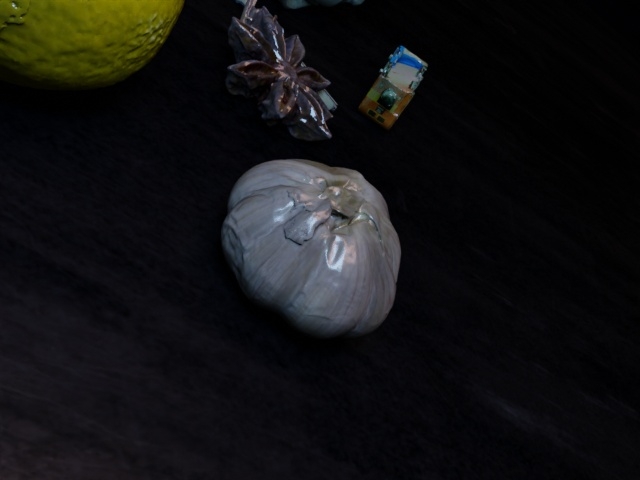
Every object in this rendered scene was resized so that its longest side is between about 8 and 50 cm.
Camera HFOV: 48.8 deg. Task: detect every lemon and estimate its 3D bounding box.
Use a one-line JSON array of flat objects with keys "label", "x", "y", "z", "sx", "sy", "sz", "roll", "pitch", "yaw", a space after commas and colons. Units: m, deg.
[{"label": "lemon", "x": -0.272, "y": -0.283, "z": 0.711, "sx": 0.293, "sy": 0.293, "sz": 0.293, "roll": 26, "pitch": 40, "yaw": -24}]

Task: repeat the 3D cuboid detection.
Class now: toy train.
[{"label": "toy train", "x": 0.124, "y": -0.265, "z": 1.216, "sx": 0.072, "sy": 0.099, "sz": 0.188, "roll": 36, "pitch": 37, "yaw": -6}]

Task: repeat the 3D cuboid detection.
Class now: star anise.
[{"label": "star anise", "x": -0.066, "y": -0.250, "z": 1.029, "sx": 0.230, "sy": 0.081, "sz": 0.262, "roll": -14, "pitch": 76, "yaw": -49}]

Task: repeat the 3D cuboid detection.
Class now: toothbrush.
[{"label": "toothbrush", "x": -0.066, "y": -0.320, "z": 1.148, "sx": 0.294, "sy": 0.026, "sz": 0.028, "roll": 53, "pitch": 22, "yaw": 13}]

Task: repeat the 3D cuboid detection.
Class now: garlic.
[{"label": "garlic", "x": -0.003, "y": 0.000, "z": 0.784, "sx": 0.228, "sy": 0.152, "sz": 0.227, "roll": 30, "pitch": 33, "yaw": -22}]

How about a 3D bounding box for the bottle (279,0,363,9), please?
[{"label": "bottle", "x": -0.047, "y": -0.529, "z": 1.231, "sx": 0.352, "sy": 0.229, "sz": 0.229, "roll": 23, "pitch": 40, "yaw": -31}]
